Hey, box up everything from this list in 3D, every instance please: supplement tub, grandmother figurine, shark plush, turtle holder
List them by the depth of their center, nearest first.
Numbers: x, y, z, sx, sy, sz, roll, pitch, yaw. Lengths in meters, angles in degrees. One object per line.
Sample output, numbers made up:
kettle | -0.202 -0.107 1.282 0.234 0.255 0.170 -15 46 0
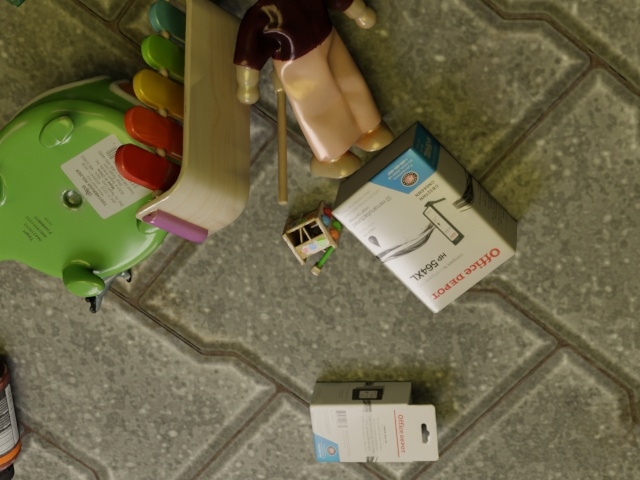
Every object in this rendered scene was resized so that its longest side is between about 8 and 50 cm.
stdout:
grandmother figurine | -0.027 -0.237 1.523 0.104 0.208 0.342 13 138 44
turtle holder | -0.302 -0.066 1.634 0.243 0.227 0.320 26 121 -6
shark plush | -0.292 0.050 1.799 0.067 0.073 0.161 7 119 -30
supplement tub | -0.510 0.278 1.925 0.106 0.106 0.198 3 119 7

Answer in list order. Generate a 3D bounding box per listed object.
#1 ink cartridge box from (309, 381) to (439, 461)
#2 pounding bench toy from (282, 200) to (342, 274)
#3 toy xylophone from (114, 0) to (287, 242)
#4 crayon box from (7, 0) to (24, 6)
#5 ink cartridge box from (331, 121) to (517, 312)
ink cartridge box | 0.081 0.263 1.852 0.180 0.060 0.104 -1 118 10
pounding bench toy | 0.000 0.000 1.725 0.065 0.052 0.083 -25 112 20
toy xylophone | -0.132 -0.151 1.535 0.081 0.323 0.236 -12 150 33
crayon box | -0.412 -0.440 1.528 0.278 0.081 0.165 42 117 -14
ink cartridge box | 0.139 -0.027 1.669 0.203 0.086 0.148 43 116 -14
